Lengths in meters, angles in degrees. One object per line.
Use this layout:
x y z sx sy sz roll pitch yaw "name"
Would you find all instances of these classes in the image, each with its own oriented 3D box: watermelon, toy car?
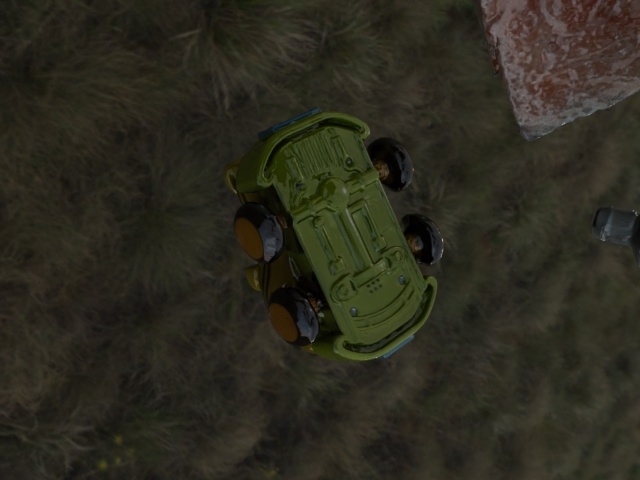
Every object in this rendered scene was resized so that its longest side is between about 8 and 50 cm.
0.190 -0.216 0.548 0.310 0.193 0.231 4 147 -19 "watermelon"
0.000 0.000 0.781 0.200 0.142 0.247 -25 97 -33 "toy car"

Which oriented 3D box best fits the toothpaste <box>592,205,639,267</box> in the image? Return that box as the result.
0.284 0.022 0.454 0.046 0.248 0.078 -65 150 -10 "toothpaste"
